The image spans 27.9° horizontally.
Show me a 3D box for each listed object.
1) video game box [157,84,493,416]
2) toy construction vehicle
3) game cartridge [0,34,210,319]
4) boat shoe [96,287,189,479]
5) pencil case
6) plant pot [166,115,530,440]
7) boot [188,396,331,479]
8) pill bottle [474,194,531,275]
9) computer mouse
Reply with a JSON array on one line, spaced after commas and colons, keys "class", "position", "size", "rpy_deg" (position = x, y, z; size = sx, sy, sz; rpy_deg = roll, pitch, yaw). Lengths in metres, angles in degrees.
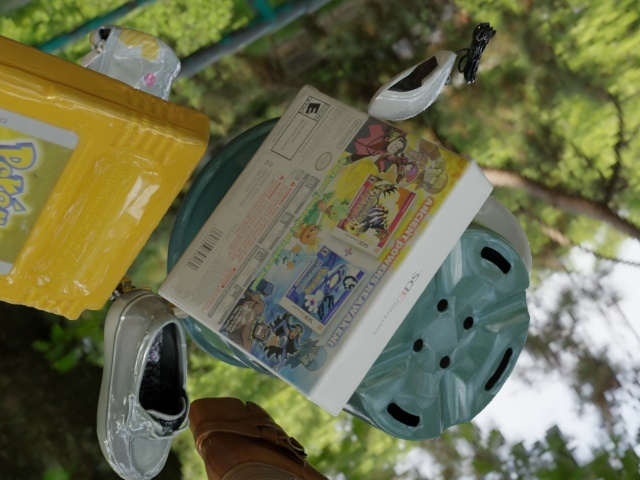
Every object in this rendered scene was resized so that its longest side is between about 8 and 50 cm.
[{"class": "video game box", "position": [0.000, 0.000, 0.961], "size": [0.187, 0.048, 0.205], "rpy_deg": [30, -98, 44]}, {"class": "toy construction vehicle", "position": [-0.161, 0.053, 1.351], "size": [0.086, 0.035, 0.098], "rpy_deg": [-6, -164, -44]}, {"class": "game cartridge", "position": [-0.294, -0.058, 1.080], "size": [0.285, 0.323, 0.053], "rpy_deg": [-51, -154, 44]}, {"class": "boat shoe", "position": [-0.172, 0.161, 1.292], "size": [0.079, 0.228, 0.081], "rpy_deg": [-20, -144, -37]}, {"class": "pencil case", "position": [-0.249, -0.112, 1.496], "size": [0.124, 0.113, 0.273], "rpy_deg": [59, 44, -73]}, {"class": "plant pot", "position": [0.047, 0.057, 1.525], "size": [0.341, 0.341, 0.334], "rpy_deg": [-33, -144, -22]}, {"class": "boot", "position": [-0.026, 0.291, 1.502], "size": [0.109, 0.283, 0.220], "rpy_deg": [-59, -142, 13]}, {"class": "pill bottle", "position": [0.152, 0.085, 1.953], "size": [0.210, 0.210, 0.363], "rpy_deg": [-34, 168, -31]}, {"class": "computer mouse", "position": [0.135, -0.188, 1.531], "size": [0.193, 0.042, 0.106], "rpy_deg": [-34, 166, -28]}]
